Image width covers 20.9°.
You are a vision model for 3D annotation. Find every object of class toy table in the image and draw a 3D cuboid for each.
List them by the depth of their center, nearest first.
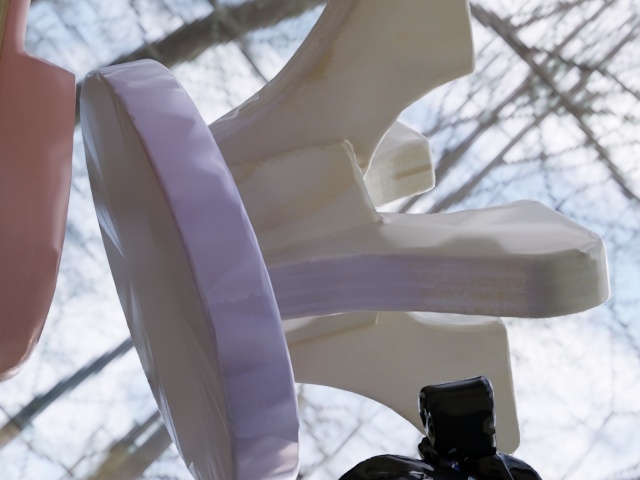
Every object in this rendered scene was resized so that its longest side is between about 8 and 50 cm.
[{"bbox_3d":[0.000,0.000,0.751,0.274,0.161,0.252,-126,-155,-56],"label":"toy table"}]

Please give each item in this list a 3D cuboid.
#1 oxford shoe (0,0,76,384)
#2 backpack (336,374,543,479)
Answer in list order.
[{"bbox_3d":[-0.160,-0.140,0.541,0.140,0.147,0.396,9,-79,54],"label":"oxford shoe"},{"bbox_3d":[0.050,0.226,0.510,0.263,0.213,0.276,35,-77,1],"label":"backpack"}]
